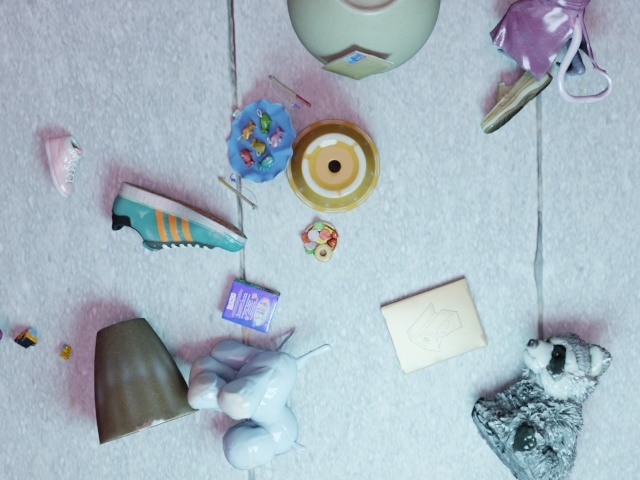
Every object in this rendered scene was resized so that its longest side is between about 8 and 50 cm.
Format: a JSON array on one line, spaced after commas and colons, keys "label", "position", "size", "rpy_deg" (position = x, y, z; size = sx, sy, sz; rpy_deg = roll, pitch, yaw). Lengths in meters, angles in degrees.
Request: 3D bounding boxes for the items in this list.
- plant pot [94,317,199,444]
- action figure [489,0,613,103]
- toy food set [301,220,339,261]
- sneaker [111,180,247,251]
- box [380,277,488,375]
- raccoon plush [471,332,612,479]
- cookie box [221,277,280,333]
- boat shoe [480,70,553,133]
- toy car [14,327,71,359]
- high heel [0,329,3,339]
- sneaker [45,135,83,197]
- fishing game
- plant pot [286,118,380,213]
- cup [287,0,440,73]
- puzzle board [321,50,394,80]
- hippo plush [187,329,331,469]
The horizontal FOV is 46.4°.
[{"label": "plant pot", "position": [-0.398, 0.291, 1.608], "size": [0.215, 0.215, 0.230], "rpy_deg": [-19, 81, 2]}, {"label": "action figure", "position": [0.469, -0.478, 1.439], "size": [0.248, 0.370, 0.275], "rpy_deg": [-10, 55, -16]}, {"label": "toy food set", "position": [0.000, 0.000, 1.654], "size": [0.083, 0.020, 0.083], "rpy_deg": [32, 95, -2]}, {"label": "sneaker", "position": [-0.310, -0.022, 1.619], "size": [0.302, 0.108, 0.121], "rpy_deg": [22, 96, 7]}, {"label": "box", "position": [0.254, 0.192, 1.669], "size": [0.201, 0.021, 0.164], "rpy_deg": [-20, 95, 2]}, {"label": "raccoon plush", "position": [0.527, 0.405, 1.645], "size": [0.299, 0.216, 0.446], "rpy_deg": [-36, 123, -10]}, {"label": "cookie box", "position": [-0.154, 0.144, 1.659], "size": [0.107, 0.040, 0.091], "rpy_deg": [20, 95, -1]}, {"label": "boat shoe", "position": [0.406, -0.308, 1.606], "size": [0.190, 0.068, 0.072], "rpy_deg": [-40, 80, -8]}, {"label": "toy car", "position": [-0.623, 0.233, 1.686], "size": [0.122, 0.060, 0.040], "rpy_deg": [29, 51, -18]}, {"label": "high heel", "position": [-0.876, 0.140, 1.620], "size": [0.377, 0.127, 0.181], "rpy_deg": [4, 106, 4]}, {"label": "sneaker", "position": [-0.550, -0.165, 1.631], "size": [0.070, 0.051, 0.134], "rpy_deg": [-13, 91, 7]}, {"label": "fishing game", "position": [-0.134, -0.213, 1.583], "size": [0.189, 0.041, 0.264], "rpy_deg": [42, 110, 30]}, {"label": "plant pot", "position": [0.026, -0.154, 1.556], "size": [0.205, 0.188, 0.205], "rpy_deg": [0, 95, 1]}, {"label": "cup", "position": [0.093, -0.513, 1.500], "size": [0.331, 0.237, 0.331], "rpy_deg": [0, 96, 0]}, {"label": "puzzle board", "position": [0.075, -0.361, 1.539], "size": [0.096, 0.128, 0.011], "rpy_deg": [10, 81, -31]}, {"label": "hippo plush", "position": [-0.146, 0.355, 1.627], "size": [0.294, 0.234, 0.236], "rpy_deg": [-26, 118, -38]}]
